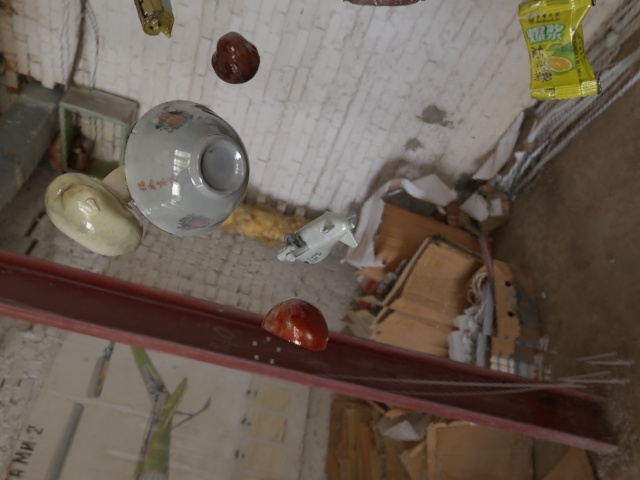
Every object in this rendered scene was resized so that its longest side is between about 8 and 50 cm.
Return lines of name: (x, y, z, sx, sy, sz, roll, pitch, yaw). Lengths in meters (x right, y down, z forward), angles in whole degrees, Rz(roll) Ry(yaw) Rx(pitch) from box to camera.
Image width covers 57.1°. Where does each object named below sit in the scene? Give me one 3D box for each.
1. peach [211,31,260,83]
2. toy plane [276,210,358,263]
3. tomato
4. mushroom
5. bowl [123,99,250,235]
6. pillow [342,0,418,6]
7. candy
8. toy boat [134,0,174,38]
peach: (-0.259, -0.548, 1.797, 0.152, 0.152, 0.152, -164, 90, -81)
toy plane: (-0.003, -0.005, 1.681, 0.122, 0.267, 0.267, 64, 169, -2)
tomato: (-0.072, 0.257, 1.897, 0.233, 0.200, 0.139, 13, 84, 54)
mushroom: (-0.684, -0.087, 1.860, 0.356, 0.315, 0.315, -19, -46, -58)
bowl: (-0.282, -0.177, 1.431, 0.157, 0.345, 0.345, 5, 76, 46)
pillow: (0.152, -0.586, 1.418, 0.118, 0.185, 0.043, -109, 18, -72)
candy: (0.613, -0.486, 1.505, 0.081, 0.187, 0.297, -61, -42, -36)
toy boat: (-0.438, -0.610, 1.520, 0.088, 0.068, 0.226, -32, 64, 18)
